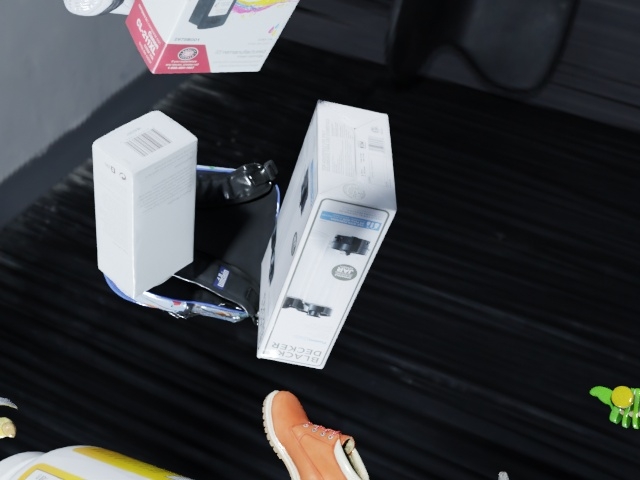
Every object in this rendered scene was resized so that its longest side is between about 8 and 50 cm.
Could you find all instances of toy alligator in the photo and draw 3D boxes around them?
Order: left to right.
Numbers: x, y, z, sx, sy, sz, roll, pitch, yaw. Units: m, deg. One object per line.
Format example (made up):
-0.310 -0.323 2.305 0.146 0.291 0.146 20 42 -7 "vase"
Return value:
0.451 0.227 1.308 0.056 0.190 0.051 33 63 -57 "toy alligator"

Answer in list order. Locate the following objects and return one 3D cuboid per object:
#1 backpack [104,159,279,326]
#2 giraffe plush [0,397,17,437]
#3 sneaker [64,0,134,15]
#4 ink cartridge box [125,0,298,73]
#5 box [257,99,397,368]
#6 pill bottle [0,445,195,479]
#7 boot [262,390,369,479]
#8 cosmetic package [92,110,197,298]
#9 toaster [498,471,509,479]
-0.215 -0.002 1.576 0.213 0.263 0.276 -30 -128 58 "backpack"
-0.452 0.236 1.073 0.210 0.181 0.170 28 86 -44 "giraffe plush"
-0.162 -0.380 1.179 0.366 0.210 0.137 -36 -125 52 "sneaker"
-0.087 -0.241 0.915 0.127 0.072 0.175 -9 151 -36 "ink cartridge box"
0.000 0.000 1.178 0.290 0.087 0.169 112 -16 -45 "box"
-0.123 0.183 0.567 0.117 0.208 0.117 -2 93 -44 "pill bottle"
-0.003 0.213 1.042 0.084 0.158 0.059 -43 145 21 "boot"
-0.235 -0.046 1.326 0.117 0.085 0.231 -34 149 -37 "cosmetic package"
0.098 0.275 0.598 0.168 0.110 0.185 56 30 -15 "toaster"
